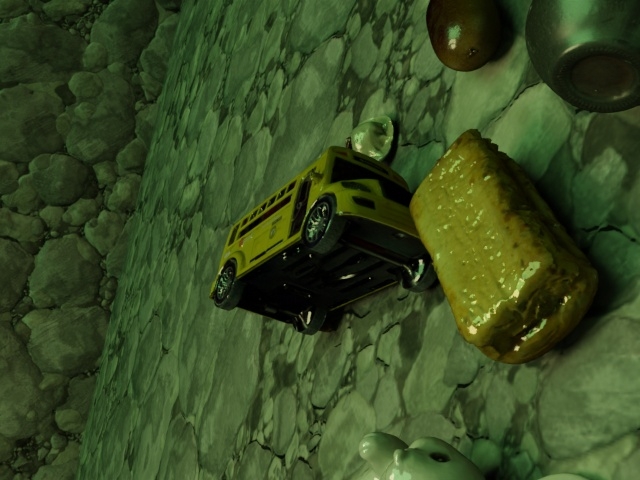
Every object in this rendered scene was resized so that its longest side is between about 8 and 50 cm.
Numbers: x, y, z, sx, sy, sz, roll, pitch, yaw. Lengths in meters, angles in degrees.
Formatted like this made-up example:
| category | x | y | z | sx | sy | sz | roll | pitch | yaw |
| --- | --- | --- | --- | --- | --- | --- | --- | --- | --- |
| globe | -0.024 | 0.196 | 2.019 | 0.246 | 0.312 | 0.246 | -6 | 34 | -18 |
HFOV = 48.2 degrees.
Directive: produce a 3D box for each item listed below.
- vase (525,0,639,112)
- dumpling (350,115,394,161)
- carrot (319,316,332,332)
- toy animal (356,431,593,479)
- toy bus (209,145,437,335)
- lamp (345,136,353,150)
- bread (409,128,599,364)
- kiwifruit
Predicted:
| category | x | y | z | sx | sy | sz | roll | pitch | yaw |
| --- | --- | --- | --- | --- | --- | --- | --- | --- | --- |
| vase | 0.219 | -0.184 | 0.521 | 0.120 | 0.120 | 0.183 | -31 | 34 | 59 |
| dumpling | 0.070 | -0.128 | 0.917 | 0.076 | 0.057 | 0.052 | -64 | -39 | -67 |
| carrot | -0.032 | 0.094 | 1.007 | 0.216 | 0.048 | 0.048 | 28 | 102 | 62 |
| toy animal | 0.098 | 0.199 | 0.531 | 0.103 | 0.131 | 0.220 | -38 | 1 | -36 |
| toy bus | 0.000 | 0.000 | 0.827 | 0.331 | 0.145 | 0.151 | -31 | 43 | 52 |
| lamp | 0.033 | -0.103 | 0.992 | 0.083 | 0.031 | 0.063 | 142 | 139 | -62 |
| bread | 0.145 | 0.001 | 0.596 | 0.114 | 0.083 | 0.211 | -55 | 29 | 29 |
| kiwifruit | 0.149 | -0.226 | 0.746 | 0.075 | 0.075 | 0.125 | -56 | 24 | 38 |
